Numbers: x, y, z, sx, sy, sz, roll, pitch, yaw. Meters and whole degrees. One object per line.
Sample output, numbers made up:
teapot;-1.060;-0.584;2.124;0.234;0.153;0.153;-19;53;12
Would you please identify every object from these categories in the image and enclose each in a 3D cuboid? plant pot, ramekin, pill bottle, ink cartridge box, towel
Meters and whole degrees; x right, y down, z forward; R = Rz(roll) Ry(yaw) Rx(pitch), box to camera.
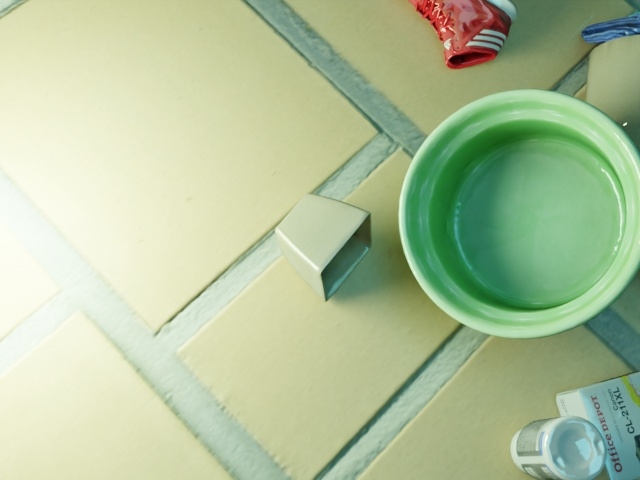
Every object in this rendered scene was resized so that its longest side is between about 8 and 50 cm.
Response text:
plant pot;0.482;-0.111;0.990;0.256;0.256;0.274;14;88;-1
ramekin;0.268;-0.029;0.912;0.303;0.148;0.304;-2;86;27
pill bottle;0.293;0.264;0.887;0.078;0.137;0.078;2;73;-5
ink cartridge box;0.426;0.243;0.941;0.175;0.072;0.128;-13;74;-10
plant pot;0.000;0.000;0.965;0.096;0.109;0.109;34;72;19
towel;0.582;-0.272;1.058;0.335;0.243;0.040;15;104;-1

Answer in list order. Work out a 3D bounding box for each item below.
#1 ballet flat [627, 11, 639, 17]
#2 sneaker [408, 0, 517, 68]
ballet flat;0.568;-0.371;1.175;0.114;0.041;0.041;-17;75;-10
sneaker;0.193;-0.354;1.106;0.221;0.087;0.128;22;70;3
